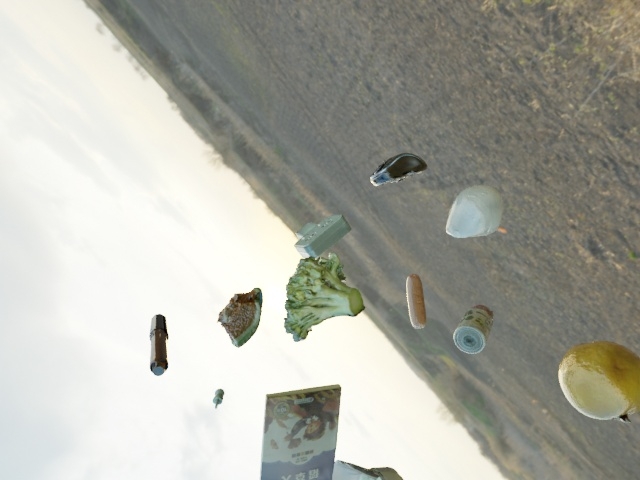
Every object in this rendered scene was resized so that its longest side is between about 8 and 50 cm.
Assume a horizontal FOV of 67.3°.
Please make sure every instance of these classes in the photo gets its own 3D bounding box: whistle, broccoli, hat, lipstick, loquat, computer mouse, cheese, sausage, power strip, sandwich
[{"bbox_3d":[-0.349,0.538,1.640,0.035,0.035,0.100,48,-170,-15],"label":"whistle"},{"bbox_3d":[0.006,0.177,1.512,0.245,0.288,0.248,-3,168,29],"label":"broccoli"},{"bbox_3d":[0.157,0.800,1.532,0.275,0.232,0.161,12,-170,26],"label":"hat"},{"bbox_3d":[-0.635,0.402,1.889,0.077,0.077,0.418,49,178,-25],"label":"lipstick"},{"bbox_3d":[0.719,0.356,1.220,0.208,0.208,0.208,48,179,1],"label":"loquat"},{"bbox_3d":[0.295,-0.277,1.829,0.137,0.233,0.096,-27,81,63],"label":"computer mouse"},{"bbox_3d":[0.546,-0.099,1.677,0.154,0.198,0.189,30,121,55],"label":"cheese"},{"bbox_3d":[0.489,0.310,2.458,0.086,0.086,0.289,50,-148,-59],"label":"sausage"},{"bbox_3d":[0.000,0.000,2.133,0.141,0.229,0.261,56,162,-15],"label":"power strip"},{"bbox_3d":[-0.289,0.284,1.829,0.159,0.235,0.079,44,165,-32],"label":"sandwich"}]

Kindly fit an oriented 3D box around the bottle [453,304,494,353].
[{"bbox_3d":[0.604,0.329,1.866,0.120,0.120,0.253,48,-146,7],"label":"bottle"}]

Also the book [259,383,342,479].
[{"bbox_3d":[-0.075,0.746,1.771,0.300,0.428,0.039,-1,-168,-25],"label":"book"}]
